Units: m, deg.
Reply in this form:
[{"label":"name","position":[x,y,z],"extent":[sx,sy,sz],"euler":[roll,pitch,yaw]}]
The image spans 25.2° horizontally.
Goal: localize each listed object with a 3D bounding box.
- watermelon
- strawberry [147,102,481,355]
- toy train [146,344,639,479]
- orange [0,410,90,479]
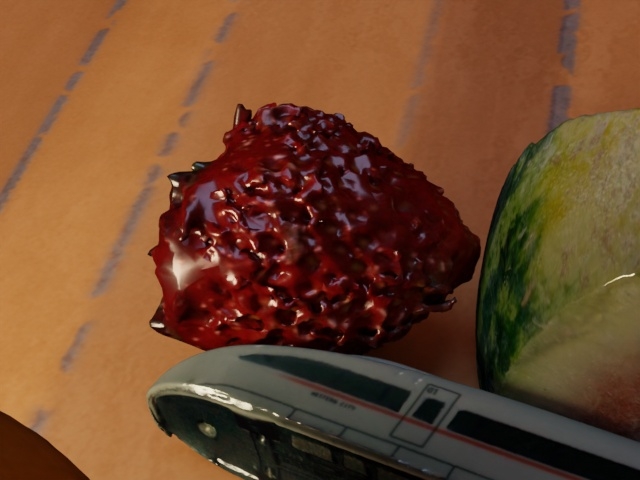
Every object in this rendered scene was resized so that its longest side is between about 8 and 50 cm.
[{"label":"watermelon","position":[0.201,0.031,0.837],"extent":[0.193,0.232,0.310],"euler":[-48,7,-36]},{"label":"strawberry","position":[0.000,0.000,0.916],"extent":[0.201,0.187,0.184],"euler":[5,76,19]},{"label":"toy train","position":[0.081,0.127,0.802],"extent":[0.407,0.086,0.088],"euler":[16,49,30]},{"label":"orange","position":[-0.212,0.204,0.598],"extent":[0.312,0.312,0.312],"euler":[-6,37,5]}]
